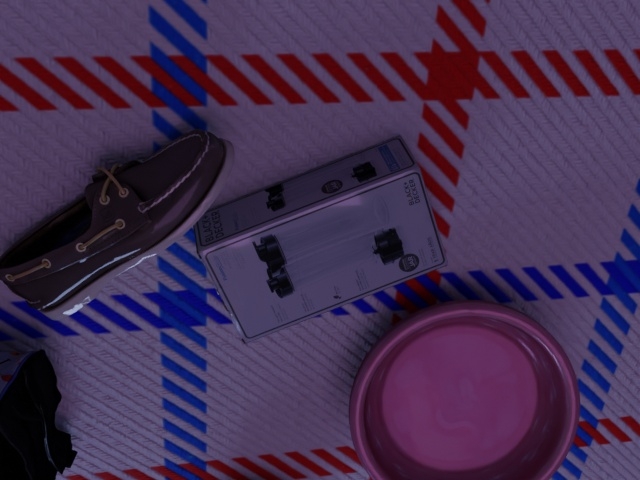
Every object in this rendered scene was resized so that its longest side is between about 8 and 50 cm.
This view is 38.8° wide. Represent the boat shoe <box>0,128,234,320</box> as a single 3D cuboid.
[{"bbox_3d":[-0.244,-0.029,1.069,0.324,0.116,0.097,-35,128,18],"label":"boat shoe"}]

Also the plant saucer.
[{"bbox_3d":[0.205,0.239,1.331,0.332,0.084,0.332,-1,104,-3],"label":"plant saucer"}]

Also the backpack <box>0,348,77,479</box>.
[{"bbox_3d":[-0.432,0.263,1.150,0.213,0.276,0.263,11,118,-5],"label":"backpack"}]

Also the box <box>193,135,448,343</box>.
[{"bbox_3d":[0.000,0.000,1.164,0.290,0.087,0.169,-22,126,1],"label":"box"}]
